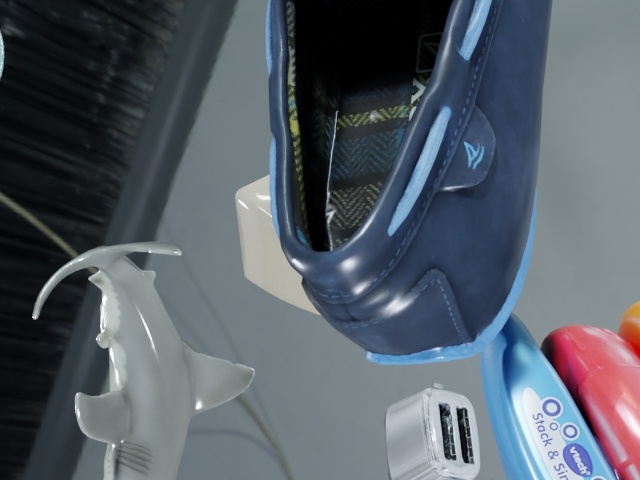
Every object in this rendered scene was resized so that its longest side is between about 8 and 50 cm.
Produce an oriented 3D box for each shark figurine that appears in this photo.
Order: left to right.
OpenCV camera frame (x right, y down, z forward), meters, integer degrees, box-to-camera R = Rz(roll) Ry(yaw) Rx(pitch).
[{"bbox_3d":[-0.106,0.080,0.725,0.116,0.278,0.166,3,35,3],"label":"shark figurine"}]

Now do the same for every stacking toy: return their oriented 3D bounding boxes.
[{"bbox_3d":[0.234,0.071,0.469,0.301,0.166,0.175,-24,60,1],"label":"stacking toy"}]

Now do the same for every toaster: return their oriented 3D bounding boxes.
[{"bbox_3d":[0.204,0.377,1.904,0.146,0.129,0.227,-44,38,46],"label":"toaster"}]

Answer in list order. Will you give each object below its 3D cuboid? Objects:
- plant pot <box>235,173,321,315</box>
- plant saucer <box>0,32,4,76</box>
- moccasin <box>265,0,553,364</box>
[{"bbox_3d":[0.000,0.000,0.913,0.109,0.109,0.096,-28,50,-24],"label":"plant pot"},{"bbox_3d":[-0.324,-0.133,0.731,0.037,0.194,0.195,-54,49,50],"label":"plant saucer"},{"bbox_3d":[0.040,-0.126,0.428,0.137,0.117,0.342,-14,65,24],"label":"moccasin"}]
